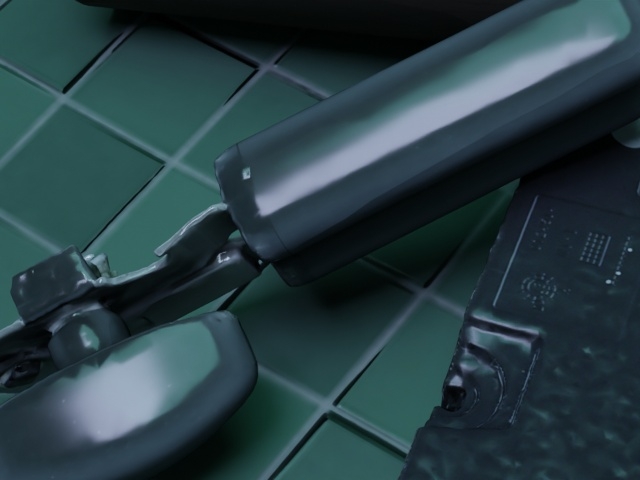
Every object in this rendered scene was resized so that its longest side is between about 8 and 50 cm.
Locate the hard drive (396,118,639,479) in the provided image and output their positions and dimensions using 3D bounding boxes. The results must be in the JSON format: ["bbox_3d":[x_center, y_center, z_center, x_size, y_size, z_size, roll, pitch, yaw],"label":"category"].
[{"bbox_3d":[0.214,0.072,0.641,0.339,0.064,0.237,14,55,16],"label":"hard drive"}]

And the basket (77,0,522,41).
[{"bbox_3d":[0.007,-0.156,0.773,0.227,0.204,0.154,4,90,17],"label":"basket"}]

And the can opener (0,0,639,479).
[{"bbox_3d":[0.000,0.000,0.671,0.280,0.074,0.093,-31,73,4],"label":"can opener"}]
